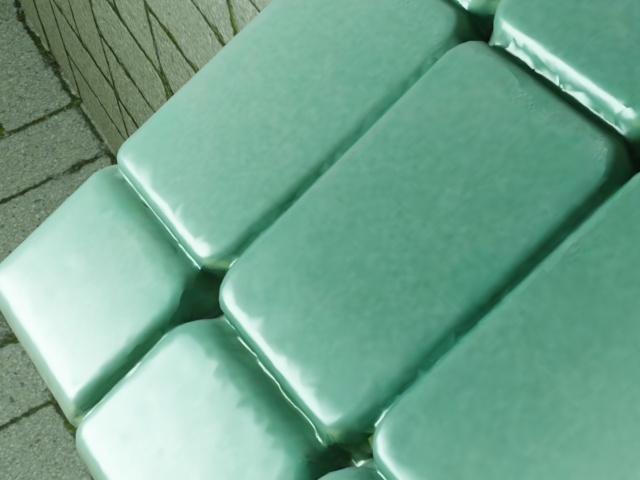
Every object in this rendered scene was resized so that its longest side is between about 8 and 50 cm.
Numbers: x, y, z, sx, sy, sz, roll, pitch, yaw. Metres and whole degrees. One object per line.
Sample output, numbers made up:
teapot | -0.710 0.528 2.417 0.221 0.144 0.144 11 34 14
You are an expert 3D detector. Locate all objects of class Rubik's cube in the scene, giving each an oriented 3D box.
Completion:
Rubik's cube | 0.107 0.066 0.617 0.316 0.322 0.319 44 179 42
